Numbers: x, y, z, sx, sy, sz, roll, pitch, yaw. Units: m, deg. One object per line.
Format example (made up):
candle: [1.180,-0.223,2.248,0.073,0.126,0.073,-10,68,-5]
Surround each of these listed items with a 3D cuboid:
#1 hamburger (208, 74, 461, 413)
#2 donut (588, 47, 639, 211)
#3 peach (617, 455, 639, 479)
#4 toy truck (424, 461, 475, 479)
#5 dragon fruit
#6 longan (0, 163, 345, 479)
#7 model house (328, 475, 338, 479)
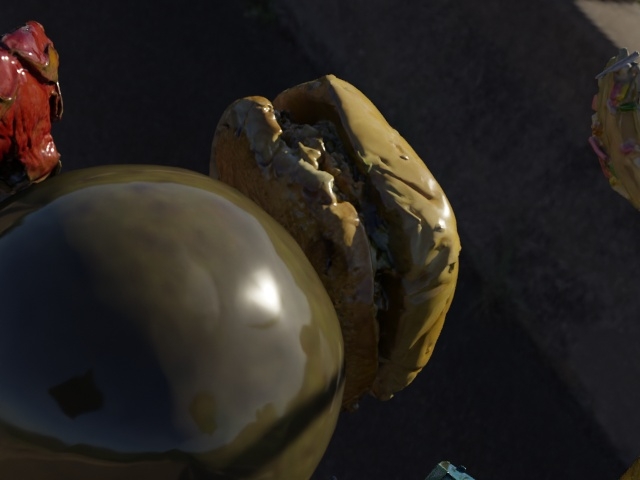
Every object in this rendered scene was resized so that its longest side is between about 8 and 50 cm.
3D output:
hamburger: [0.000,0.000,1.107,0.158,0.319,0.319,-17,51,-26]
donut: [0.548,-0.145,1.588,0.371,0.307,0.150,-19,7,-14]
peach: [0.358,0.326,1.000,0.242,0.306,0.380,38,3,6]
toy truck: [0.149,0.327,1.406,0.081,0.067,0.175,39,16,6]
dragon fruit: [-0.331,-0.098,1.129,0.218,0.148,0.224,-31,18,-2]
longan: [-0.152,0.118,0.879,0.360,0.361,0.361,9,42,-8]
model house: [0.003,0.374,1.321,0.172,0.183,0.166,1,5,-5]
